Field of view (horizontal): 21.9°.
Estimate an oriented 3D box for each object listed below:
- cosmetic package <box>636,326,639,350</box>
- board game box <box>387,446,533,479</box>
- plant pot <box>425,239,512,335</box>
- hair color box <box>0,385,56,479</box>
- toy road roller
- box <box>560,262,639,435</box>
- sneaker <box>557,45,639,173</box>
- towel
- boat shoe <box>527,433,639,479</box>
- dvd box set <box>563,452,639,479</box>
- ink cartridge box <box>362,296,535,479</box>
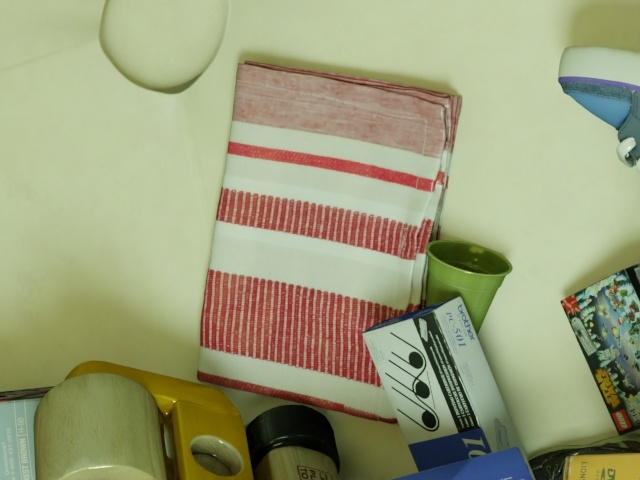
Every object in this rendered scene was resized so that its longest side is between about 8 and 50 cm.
[{"bbox_3d":[0.460,0.026,1.256,0.385,0.156,0.217,11,96,0],"label":"cosmetic package"},{"bbox_3d":[0.026,0.327,1.437,0.347,0.078,0.233,-14,129,-5],"label":"board game box"},{"bbox_3d":[0.130,0.051,1.550,0.083,0.083,0.079,22,111,21],"label":"plant pot"},{"bbox_3d":[-0.384,0.220,1.702,0.374,0.185,0.113,-8,88,23],"label":"hair color box"},{"bbox_3d":[-0.131,0.281,1.539,0.329,0.202,0.240,19,119,-22],"label":"toy road roller"},{"bbox_3d":[0.279,0.099,1.486,0.094,0.027,0.137,-35,75,53],"label":"box"},{"bbox_3d":[0.325,-0.017,1.432,0.323,0.130,0.236,21,95,16],"label":"sneaker"},{"bbox_3d":[0.000,0.000,1.621,0.237,0.037,0.329,11,95,23],"label":"towel"},{"bbox_3d":[0.231,0.214,1.518,0.152,0.049,0.056,-24,83,22],"label":"boat shoe"},{"bbox_3d":[0.433,0.272,1.321,0.420,0.307,0.062,-4,48,22],"label":"dvd box set"},{"bbox_3d":[0.122,0.163,1.523,0.097,0.046,0.207,-20,93,45],"label":"ink cartridge box"}]
